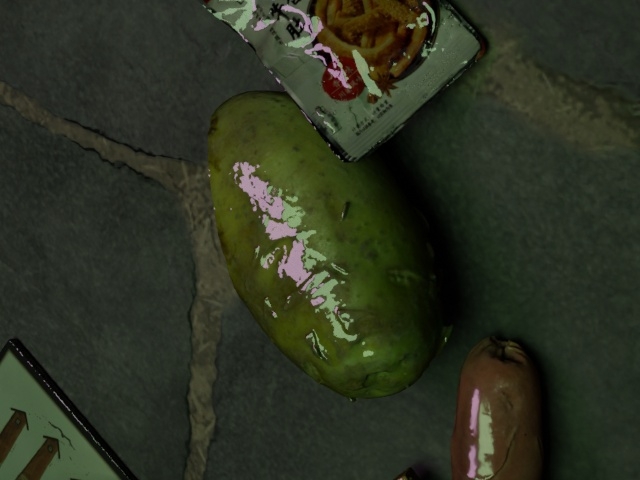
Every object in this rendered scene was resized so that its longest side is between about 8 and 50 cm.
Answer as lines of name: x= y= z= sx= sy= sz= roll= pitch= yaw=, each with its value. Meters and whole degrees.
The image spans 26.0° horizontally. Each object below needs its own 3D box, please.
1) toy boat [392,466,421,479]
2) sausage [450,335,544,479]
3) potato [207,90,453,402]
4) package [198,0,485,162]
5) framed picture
toy boat: x=0.128 y=0.299 z=1.253 sx=0.072 sy=0.064 sz=0.206 roll=-36 pitch=86 yaw=17
sausage: x=0.148 y=0.299 z=1.181 sx=0.087 sy=0.088 sz=0.433 roll=1 pitch=93 yaw=34
potato: x=0.000 y=0.000 z=1.200 sx=0.176 sy=0.141 sz=0.298 roll=-33 pitch=76 yaw=21
package: x=0.007 y=-0.192 z=1.168 sx=0.154 sy=0.030 sz=0.239 roll=-42 pitch=72 yaw=2
framed picture: x=-0.344 y=0.298 z=1.595 sx=0.244 sy=0.013 sz=0.324 roll=46 pitch=125 yaw=13
